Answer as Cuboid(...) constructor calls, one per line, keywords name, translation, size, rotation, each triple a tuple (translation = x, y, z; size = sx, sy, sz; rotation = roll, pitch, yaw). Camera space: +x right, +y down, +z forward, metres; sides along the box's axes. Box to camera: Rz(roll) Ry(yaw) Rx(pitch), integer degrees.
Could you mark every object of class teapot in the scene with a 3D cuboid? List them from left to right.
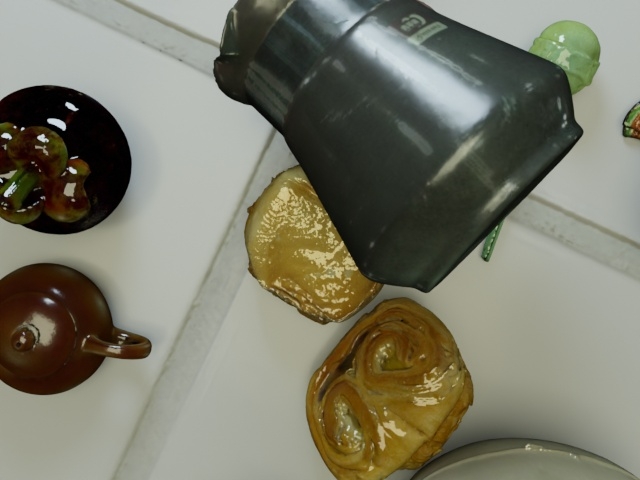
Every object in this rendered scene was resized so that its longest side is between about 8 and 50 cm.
Cuboid(name="teapot", translation=(-0.351, 0.126, 1.033), size=(0.252, 0.135, 0.178), rotation=(11, 98, 1))
Cuboid(name="teapot", translation=(0.094, -0.165, 0.898), size=(0.362, 0.376, 0.305), rotation=(46, 133, 9))

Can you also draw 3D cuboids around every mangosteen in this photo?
Cuboid(name="mangosteen", translation=(-0.340, -0.095, 0.969), size=(0.194, 0.230, 0.194), rotation=(2, 104, 6))

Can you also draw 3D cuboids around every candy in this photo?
Cuboid(name="candy", translation=(0.279, -0.127, 1.044), size=(0.092, 0.093, 0.335), rotation=(22, 103, 16))

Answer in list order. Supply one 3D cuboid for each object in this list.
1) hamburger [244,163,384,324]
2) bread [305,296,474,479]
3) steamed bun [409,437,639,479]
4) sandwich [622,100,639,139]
Cuboid(name="hamburger", translation=(0.001, -0.002, 1.031), size=(0.214, 0.108, 0.213), rotation=(0, 94, 2))
Cuboid(name="bread", translation=(0.083, 0.192, 1.002), size=(0.120, 0.198, 0.236), rotation=(31, 104, -37))
Cuboid(name="steamed bun", translation=(0.258, 0.407, 0.954), size=(0.374, 0.334, 0.334), rotation=(11, 94, -2))
Cuboid(name="sandwich", translation=(0.457, -0.165, 1.057), size=(0.101, 0.026, 0.069), rotation=(-35, 97, 6))
